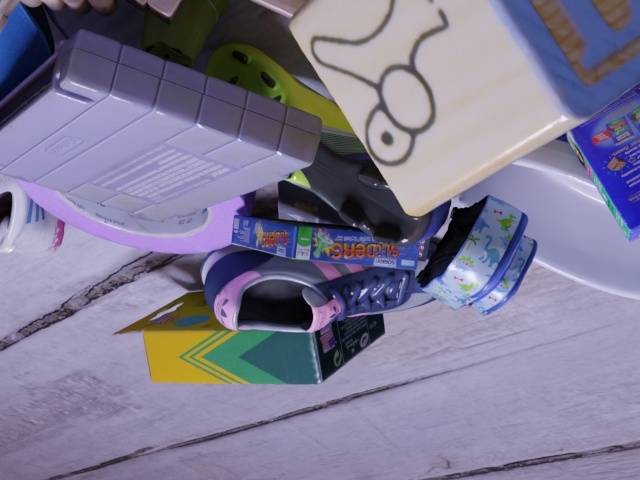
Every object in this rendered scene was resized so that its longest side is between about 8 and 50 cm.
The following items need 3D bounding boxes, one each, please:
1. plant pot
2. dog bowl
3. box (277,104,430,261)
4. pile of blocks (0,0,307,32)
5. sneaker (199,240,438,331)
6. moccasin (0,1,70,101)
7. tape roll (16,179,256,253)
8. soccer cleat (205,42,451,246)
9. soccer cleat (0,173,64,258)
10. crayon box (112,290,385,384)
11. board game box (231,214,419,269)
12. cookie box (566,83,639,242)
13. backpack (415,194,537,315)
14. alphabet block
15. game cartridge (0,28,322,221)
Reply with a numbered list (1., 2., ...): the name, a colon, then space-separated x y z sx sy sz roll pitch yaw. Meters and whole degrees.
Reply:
1. plant pot: -0.136 -0.202 1.108 0.083 0.079 0.083 11 153 5
2. dog bowl: 0.260 -0.049 1.123 0.265 0.104 0.265 26 166 7
3. box: 0.045 -0.063 1.329 0.183 0.056 0.231 10 153 3
4. pile of blocks: -0.156 -0.242 0.959 0.362 0.148 0.112 -3 -174 -7
5. sneaker: 0.020 0.068 1.427 0.319 0.131 0.112 -4 120 -11
6. moccasin: -0.300 -0.243 1.068 0.138 0.116 0.342 1 149 -5
7. tape roll: -0.208 -0.087 1.354 0.275 0.090 0.274 10 154 5
8. soccer cleat: 0.006 -0.096 1.173 0.289 0.121 0.093 39 117 14
9. soccer cleat: -0.405 -0.032 1.482 0.116 0.143 0.331 11 154 3
10. crayon box: -0.097 0.127 1.616 0.319 0.081 0.202 -3 -166 29
11. board game box: 0.000 0.000 1.245 0.136 0.035 0.201 5 -178 -21
12. cookie box: 0.265 -0.067 0.959 0.092 0.107 0.040 -29 160 7
13. backpack: 0.154 0.013 1.114 0.084 0.105 0.114 29 165 -1
14. alphabet block: 0.130 -0.161 0.878 0.192 0.193 0.197 59 144 0
15. game cartridge: -0.174 -0.093 1.088 0.230 0.068 0.355 13 167 -27
